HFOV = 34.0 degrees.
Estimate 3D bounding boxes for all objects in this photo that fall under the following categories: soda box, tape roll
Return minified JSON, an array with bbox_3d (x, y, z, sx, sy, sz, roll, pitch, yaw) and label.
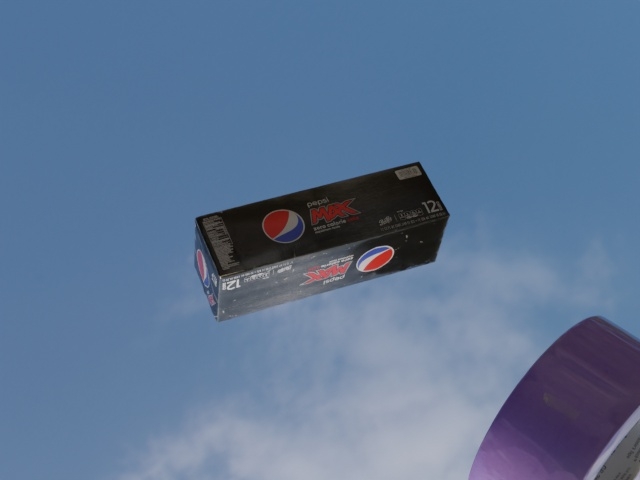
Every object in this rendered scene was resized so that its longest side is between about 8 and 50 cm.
[{"bbox_3d":[0.000,0.000,0.722,0.169,0.060,0.053,-14,-123,-17],"label":"soda box"},{"bbox_3d":[0.205,0.159,0.828,0.189,0.189,0.080,-37,-126,-27],"label":"tape roll"}]
